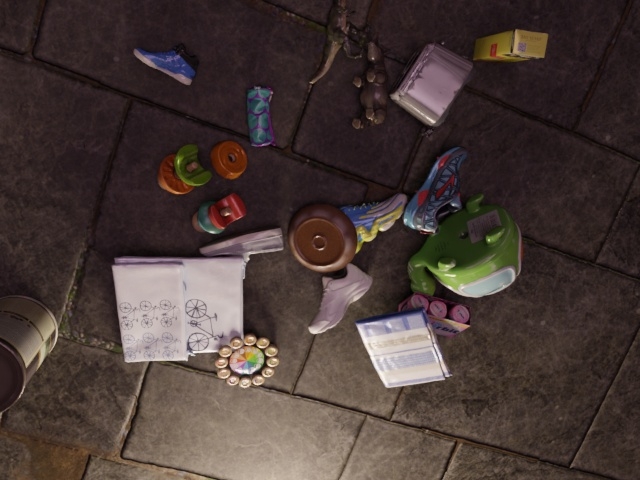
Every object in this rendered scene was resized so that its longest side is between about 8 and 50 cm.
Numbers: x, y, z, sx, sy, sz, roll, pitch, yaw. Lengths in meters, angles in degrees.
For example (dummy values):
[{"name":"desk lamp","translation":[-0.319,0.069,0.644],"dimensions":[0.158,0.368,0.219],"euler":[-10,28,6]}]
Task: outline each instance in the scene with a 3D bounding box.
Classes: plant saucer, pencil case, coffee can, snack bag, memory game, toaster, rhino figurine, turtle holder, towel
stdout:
[{"name":"plant saucer","translation":[0.000,0.000,1.576],"dimensions":[0.199,0.036,0.198],"euler":[5,110,15]},{"name":"pencil case","translation":[-0.152,-0.319,1.496],"dimensions":[0.070,0.064,0.151],"euler":[2,106,16]},{"name":"coffee can","translation":[-0.787,0.272,1.435],"dimensions":[0.202,0.275,0.201],"euler":[-2,105,-8]},{"name":"snack bag","translation":[-0.368,0.189,1.572],"dimensions":[0.343,0.037,0.323],"euler":[0,116,-8]},{"name":"memory game","translation":[-0.208,0.344,1.662],"dimensions":[0.186,0.012,0.186],"euler":[-6,117,-11]},{"name":"toaster","translation":[0.281,-0.400,1.515],"dimensions":[0.146,0.129,0.227],"euler":[31,100,-11]},{"name":"rhino figurine","translation":[0.136,-0.411,1.506],"dimensions":[0.073,0.106,0.243],"euler":[11,105,31]},{"name":"turtle holder","translation":[0.402,0.057,1.592],"dimensions":[0.320,0.243,0.227],"euler":[-43,124,-1]},{"name":"towel","translation":[0.240,0.310,1.671],"dimensions":[0.209,0.034,0.285],"euler":[-15,123,18]}]

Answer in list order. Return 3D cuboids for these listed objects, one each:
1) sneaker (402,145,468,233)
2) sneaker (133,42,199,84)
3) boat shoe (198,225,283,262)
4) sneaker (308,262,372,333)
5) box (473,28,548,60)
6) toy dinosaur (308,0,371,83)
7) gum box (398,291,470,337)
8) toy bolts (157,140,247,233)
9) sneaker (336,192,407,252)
[{"name":"sneaker","translation":[0.338,-0.128,1.571],"dimensions":[0.125,0.104,0.262],"euler":[33,89,25]},{"name":"sneaker","translation":[-0.372,-0.453,1.429],"dimensions":[0.152,0.058,0.084],"euler":[26,105,-18]},{"name":"boat shoe","translation":[-0.207,0.022,1.566],"dimensions":[0.227,0.079,0.081],"euler":[-13,101,-9]},{"name":"sneaker","translation":[0.033,0.156,1.644],"dimensions":[0.115,0.090,0.232],"euler":[43,85,-9]},{"name":"box","translation":[0.470,-0.484,1.466],"dimensions":[0.087,0.232,0.058],"euler":[4,103,-11]},{"name":"toy dinosaur","translation":[0.060,-0.520,1.483],"dimensions":[0.118,0.064,0.268],"euler":[15,102,2]},{"name":"gum box","translation":[0.321,0.213,1.678],"dimensions":[0.188,0.107,0.062],"euler":[16,59,-13]},{"name":"toy bolts","translation":[-0.292,-0.132,1.513],"dimensions":[0.218,0.158,0.228],"euler":[-30,99,-42]},{"name":"sneaker","translation":[0.120,-0.068,1.590],"dimensions":[0.240,0.091,0.126],"euler":[-43,106,4]}]
